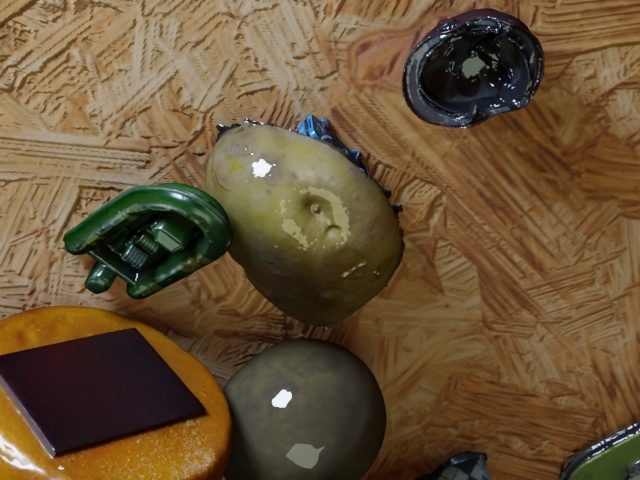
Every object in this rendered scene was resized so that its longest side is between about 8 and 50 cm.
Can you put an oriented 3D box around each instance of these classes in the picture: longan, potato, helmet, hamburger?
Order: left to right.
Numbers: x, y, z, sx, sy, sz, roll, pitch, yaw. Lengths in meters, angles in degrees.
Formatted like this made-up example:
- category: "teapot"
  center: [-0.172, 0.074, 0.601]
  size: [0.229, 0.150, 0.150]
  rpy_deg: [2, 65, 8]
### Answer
- category: "hamburger"
  center: [-0.226, 0.219, 1.132]
  size: [0.291, 0.291, 0.225]
  rpy_deg: [13, 122, -17]
- category: "longan"
  center: [-0.024, 0.185, 1.214]
  size: [0.167, 0.167, 0.187]
  rpy_deg: [35, 134, -28]
- category: "potato"
  center: [0.000, 0.000, 1.086]
  size: [0.138, 0.098, 0.243]
  rpy_deg: [-11, 136, 45]
- category: "helmet"
  center: [0.129, -0.155, 1.049]
  size: [0.123, 0.070, 0.098]
  rpy_deg: [-12, 120, 8]

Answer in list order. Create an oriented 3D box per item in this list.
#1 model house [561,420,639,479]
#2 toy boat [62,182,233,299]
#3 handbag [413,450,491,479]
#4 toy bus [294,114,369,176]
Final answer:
- category: "model house"
  center: [0.422, 0.354, 1.324]
  size: [0.205, 0.279, 0.218]
  rpy_deg: [-32, 124, 12]
- category: "toy boat"
  center: [-0.151, -0.001, 1.087]
  size: [0.104, 0.052, 0.210]
  rpy_deg: [41, 141, -21]
- category: "handbag"
  center: [0.021, 0.390, 1.276]
  size: [0.416, 0.317, 0.180]
  rpy_deg: [-14, 127, 7]
- category: "toy bus"
  center: [0.007, -0.073, 1.107]
  size: [0.046, 0.038, 0.083]
  rpy_deg: [-36, 122, 20]
